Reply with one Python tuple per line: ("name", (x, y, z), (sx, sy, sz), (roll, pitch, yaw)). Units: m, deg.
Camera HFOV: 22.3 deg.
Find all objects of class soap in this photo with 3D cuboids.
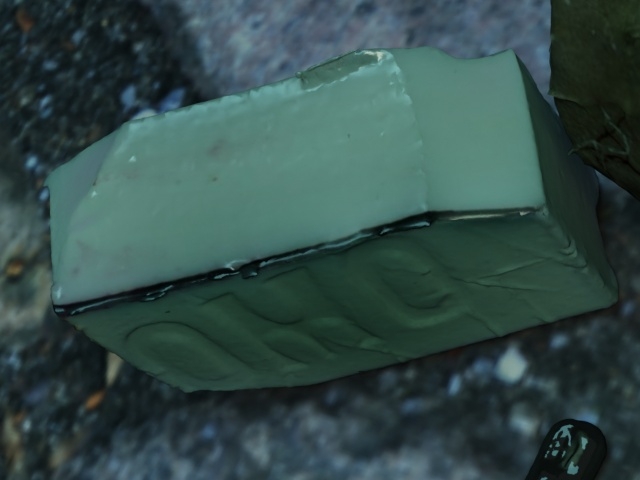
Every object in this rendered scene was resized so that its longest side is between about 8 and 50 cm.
("soap", (0.000, 0.000, 0.734), (0.230, 0.145, 0.091), (-18, 57, 21))

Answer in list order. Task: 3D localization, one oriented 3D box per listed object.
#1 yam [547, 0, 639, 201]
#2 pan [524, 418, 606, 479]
("yam", (0.255, -0.065, 0.570), (0.348, 0.241, 0.241), (30, 81, 38))
("pan", (0.059, 0.176, 0.674), (0.136, 0.028, 0.235), (16, 73, 35))
